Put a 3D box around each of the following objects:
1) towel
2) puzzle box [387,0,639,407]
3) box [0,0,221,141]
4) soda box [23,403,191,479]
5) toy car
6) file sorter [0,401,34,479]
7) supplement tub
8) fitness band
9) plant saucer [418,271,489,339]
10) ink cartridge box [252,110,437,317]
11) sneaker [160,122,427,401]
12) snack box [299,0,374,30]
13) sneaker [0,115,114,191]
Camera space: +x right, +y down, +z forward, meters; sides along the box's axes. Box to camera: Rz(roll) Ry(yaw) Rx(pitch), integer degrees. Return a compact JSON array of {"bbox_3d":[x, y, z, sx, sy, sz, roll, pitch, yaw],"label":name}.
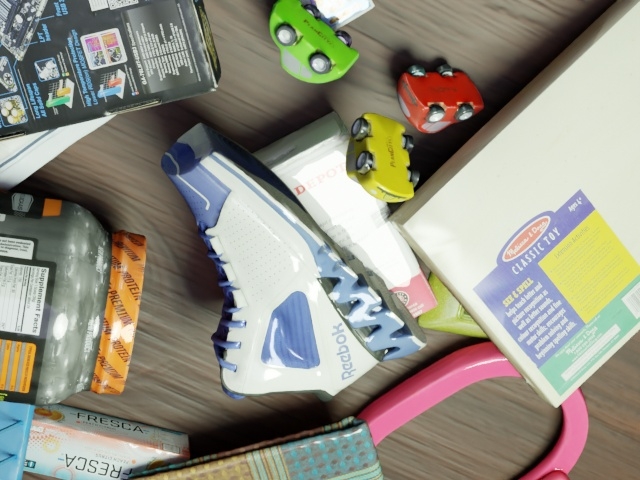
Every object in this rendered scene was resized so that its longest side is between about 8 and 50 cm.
[{"bbox_3d":[-0.039,0.370,1.865,0.271,0.040,0.370,-14,120,0],"label":"towel"},{"bbox_3d":[0.299,-0.061,1.747,0.409,0.052,0.272,-43,110,-6],"label":"puzzle box"},{"bbox_3d":[-0.268,-0.246,1.544,0.293,0.073,0.295,-13,109,7],"label":"box"},{"bbox_3d":[-0.234,0.225,1.816,0.183,0.058,0.063,15,107,-12],"label":"soda box"},{"bbox_3d":[0.033,-0.150,1.677,0.225,0.239,0.053,41,130,-2],"label":"toy car"},{"bbox_3d":[-0.379,0.214,1.743,0.118,0.104,0.170,20,107,22],"label":"file sorter"},{"bbox_3d":[-0.349,0.048,1.658,0.338,0.207,0.207,9,107,-10],"label":"supplement tub"},{"bbox_3d":[0.158,0.231,1.867,0.291,0.054,0.209,-33,109,11],"label":"fitness band"},{"bbox_3d":[0.219,0.030,1.817,0.188,0.045,0.188,11,107,-11],"label":"plant saucer"},{"bbox_3d":[0.000,0.000,1.753,0.159,0.092,0.218,-28,112,2],"label":"ink cartridge box"},{"bbox_3d":[-0.060,0.054,1.649,0.182,0.127,0.315,-43,110,7],"label":"sneaker"},{"bbox_3d":[-0.017,-0.293,1.686,0.064,0.022,0.178,-31,110,3],"label":"snack box"},{"bbox_3d":[-0.250,-0.153,1.665,0.258,0.094,0.091,-38,114,7],"label":"sneaker"}]
